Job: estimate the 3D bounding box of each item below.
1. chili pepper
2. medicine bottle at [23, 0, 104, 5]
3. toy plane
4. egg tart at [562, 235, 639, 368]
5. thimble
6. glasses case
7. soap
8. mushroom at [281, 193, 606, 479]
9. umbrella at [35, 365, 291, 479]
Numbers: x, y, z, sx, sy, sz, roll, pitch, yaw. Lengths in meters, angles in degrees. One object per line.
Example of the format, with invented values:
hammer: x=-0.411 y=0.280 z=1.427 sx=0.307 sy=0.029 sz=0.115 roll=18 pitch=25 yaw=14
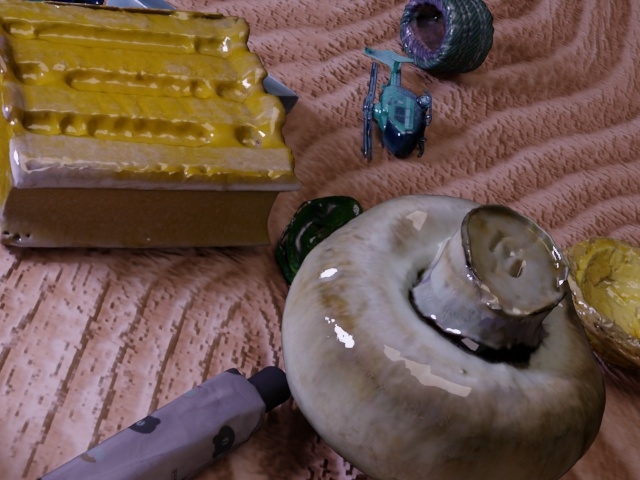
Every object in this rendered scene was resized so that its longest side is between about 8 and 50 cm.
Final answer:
chili pepper: x=-0.006 y=-0.002 z=1.467 sx=0.073 sy=0.050 sz=0.182 roll=32 pitch=41 yaw=-3
medicine bottle: x=-0.393 y=-0.275 z=1.498 sx=0.258 sy=0.124 sz=0.079 roll=3 pitch=45 yaw=-23
toy plane: x=0.102 y=-0.187 z=1.731 sx=0.096 sy=0.060 sz=0.235 roll=7 pitch=45 yaw=-3
egg tart: x=0.377 y=0.088 z=1.548 sx=0.212 sy=0.090 sz=0.213 roll=17 pitch=38 yaw=-14
thimble: x=0.186 y=-0.310 z=1.860 sx=0.090 sy=0.118 sz=0.135 roll=2 pitch=29 yaw=-34
glasses case: x=-0.160 y=-0.241 z=1.655 sx=0.266 sy=0.056 sz=0.105 roll=37 pitch=16 yaw=12
soap: x=-0.215 y=-0.133 z=1.413 sx=0.335 sy=0.156 sz=0.293 roll=-1 pitch=51 yaw=-30
mushroom: x=0.133 y=0.103 z=1.263 sx=0.352 sy=0.260 sz=0.352 roll=18 pitch=42 yaw=-18
umbrella: x=-0.148 y=0.195 z=1.156 sx=0.337 sy=0.067 sz=0.073 roll=-28 pitch=74 yaw=-45
